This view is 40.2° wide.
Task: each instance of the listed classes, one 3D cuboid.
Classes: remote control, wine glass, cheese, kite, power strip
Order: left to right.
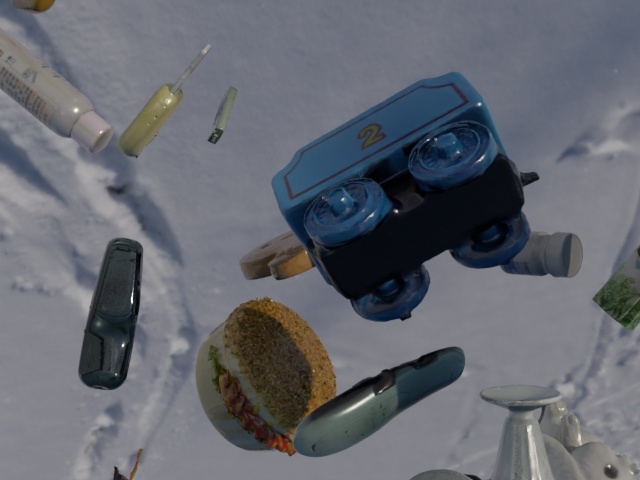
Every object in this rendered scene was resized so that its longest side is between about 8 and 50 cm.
[{"bbox_3d":[-0.299,0.103,1.262,0.072,0.222,0.042,9,167,-8],"label":"remote control"},{"bbox_3d":[-0.331,0.427,1.472,0.010,0.159,0.190,15,152,12],"label":"kite"},{"bbox_3d":[-0.276,-0.261,1.598,0.050,0.127,0.255,40,117,-11],"label":"cheese"},{"bbox_3d":[-0.186,-0.232,1.649,0.019,0.136,0.051,26,139,-18],"label":"power strip"},{"bbox_3d":[0.079,0.198,1.076,0.256,0.045,0.097,-24,142,-24],"label":"remote control"},{"bbox_3d":[0.317,0.334,1.377,0.164,0.197,0.165,-1,180,0],"label":"wine glass"}]

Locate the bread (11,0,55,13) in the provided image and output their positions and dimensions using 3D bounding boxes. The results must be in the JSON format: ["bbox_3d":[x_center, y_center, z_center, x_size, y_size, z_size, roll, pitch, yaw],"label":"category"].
[{"bbox_3d":[-0.457,-0.407,1.411,0.056,0.082,0.115,-7,-166,-39],"label":"bread"}]

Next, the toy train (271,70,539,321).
[{"bbox_3d":[0.109,-0.063,1.107,0.300,0.265,0.188,-29,124,5],"label":"toy train"}]

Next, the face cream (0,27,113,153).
[{"bbox_3d":[-0.453,-0.241,1.427,0.082,0.269,0.082,-51,176,-5],"label":"face cream"}]

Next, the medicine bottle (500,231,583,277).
[{"bbox_3d":[0.495,0.030,1.980,0.168,0.105,0.105,2,175,45],"label":"medicine bottle"}]

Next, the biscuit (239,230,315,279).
[{"bbox_3d":[-0.001,-0.002,1.524,0.275,0.052,0.355,-28,-169,-37],"label":"biscuit"}]

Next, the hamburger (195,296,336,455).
[{"bbox_3d":[-0.087,0.245,1.582,0.179,0.294,0.276,-30,117,31],"label":"hamburger"}]

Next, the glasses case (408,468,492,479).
[{"bbox_3d":[0.020,0.289,0.731,0.308,0.083,0.128,-26,128,6],"label":"glasses case"}]

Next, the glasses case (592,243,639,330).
[{"bbox_3d":[0.663,0.044,1.723,0.062,0.095,0.272,18,113,-49],"label":"glasses case"}]

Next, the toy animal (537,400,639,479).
[{"bbox_3d":[0.489,0.442,1.669,0.174,0.249,0.289,-51,166,3],"label":"toy animal"}]
